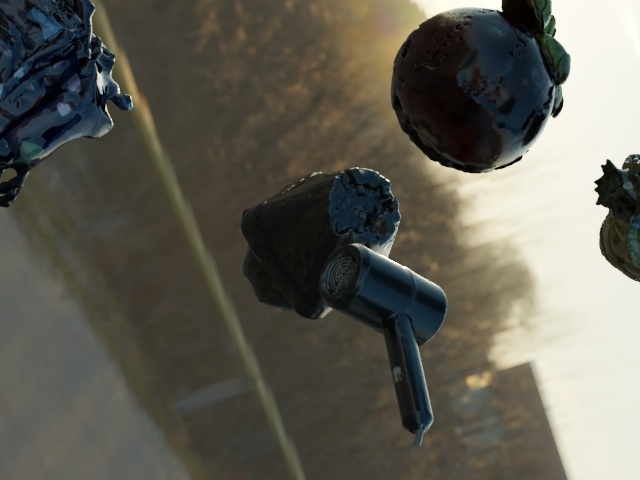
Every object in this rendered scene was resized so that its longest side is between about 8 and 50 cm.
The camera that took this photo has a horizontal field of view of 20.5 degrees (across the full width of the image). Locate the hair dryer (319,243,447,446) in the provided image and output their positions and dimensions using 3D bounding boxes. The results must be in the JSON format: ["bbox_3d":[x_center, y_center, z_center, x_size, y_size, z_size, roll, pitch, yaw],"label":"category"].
[{"bbox_3d":[0.073,0.110,1.740,0.124,0.071,0.219,25,39,-36],"label":"hair dryer"}]

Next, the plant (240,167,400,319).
[{"bbox_3d":[0.000,0.000,2.157,0.164,0.142,0.256,56,-37,0],"label":"plant"}]

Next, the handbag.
[{"bbox_3d":[-0.257,-0.151,1.250,0.260,0.162,0.113,44,-9,27],"label":"handbag"}]

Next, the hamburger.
[{"bbox_3d":[0.411,-0.003,1.782,0.211,0.308,0.132,-133,-125,-82],"label":"hamburger"}]

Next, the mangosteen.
[{"bbox_3d":[0.157,-0.151,1.648,0.166,0.180,0.166,50,-13,16],"label":"mangosteen"}]
